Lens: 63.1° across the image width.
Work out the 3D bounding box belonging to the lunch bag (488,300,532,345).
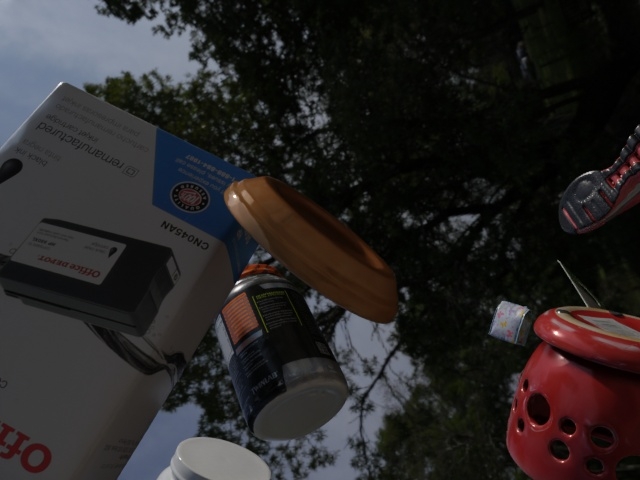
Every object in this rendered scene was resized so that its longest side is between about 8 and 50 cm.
[{"bbox_3d":[0.419,0.180,1.138,0.053,0.071,0.083,17,-92,-42],"label":"lunch bag"}]

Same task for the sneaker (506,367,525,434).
[{"bbox_3d":[0.506,0.379,1.194,0.135,0.097,0.276,-25,-52,-34],"label":"sneaker"}]

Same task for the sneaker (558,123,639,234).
[{"bbox_3d":[0.620,-0.107,1.028,0.136,0.314,0.116,14,-133,-23],"label":"sneaker"}]

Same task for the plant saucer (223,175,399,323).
[{"bbox_3d":[0.000,0.000,0.496,0.200,0.037,0.200,37,-170,-8],"label":"plant saucer"}]

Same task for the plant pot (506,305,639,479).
[{"bbox_3d":[0.318,0.174,0.574,0.191,0.191,0.174,-6,-73,-60],"label":"plant pot"}]

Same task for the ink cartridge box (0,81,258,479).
[{"bbox_3d":[-0.280,0.056,0.606,0.285,0.166,0.395,26,-113,5],"label":"ink cartridge box"}]

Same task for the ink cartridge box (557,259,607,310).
[{"bbox_3d":[0.472,0.161,0.877,0.171,0.056,0.235,36,-155,-27],"label":"ink cartridge box"}]

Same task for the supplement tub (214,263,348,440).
[{"bbox_3d":[-0.098,0.218,1.083,0.207,0.207,0.338,36,-163,-45],"label":"supplement tub"}]

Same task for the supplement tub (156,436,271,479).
[{"bbox_3d":[-0.236,0.573,1.004,0.228,0.228,0.316,22,-94,-53],"label":"supplement tub"}]
